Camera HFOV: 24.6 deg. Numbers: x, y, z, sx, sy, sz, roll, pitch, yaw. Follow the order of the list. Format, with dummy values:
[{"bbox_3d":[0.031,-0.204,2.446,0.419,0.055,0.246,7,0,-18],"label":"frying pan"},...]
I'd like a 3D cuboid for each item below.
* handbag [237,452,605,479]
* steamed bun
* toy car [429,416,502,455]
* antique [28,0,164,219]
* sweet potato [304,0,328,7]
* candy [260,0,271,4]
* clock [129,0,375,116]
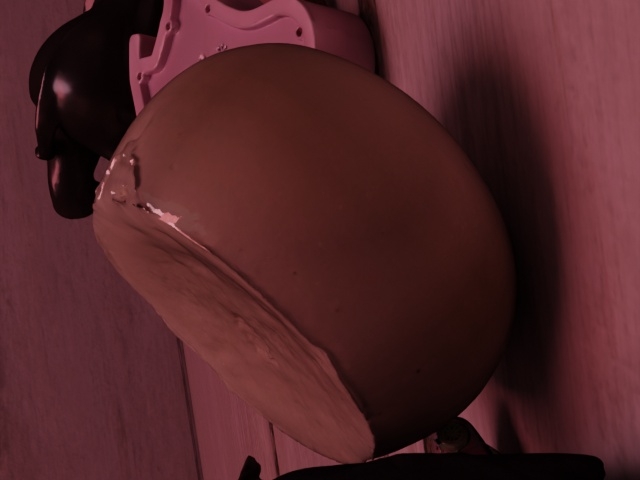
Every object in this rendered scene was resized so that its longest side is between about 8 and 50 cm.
[{"bbox_3d":[0.090,0.200,0.899,0.275,0.178,0.302,47,166,2],"label":"handbag"},{"bbox_3d":[0.000,0.000,1.062,0.324,0.206,0.324,36,161,15],"label":"steamed bun"},{"bbox_3d":[0.128,0.188,1.099,0.142,0.055,0.069,54,161,42],"label":"toy car"},{"bbox_3d":[-0.222,-0.197,1.810,0.185,0.322,0.255,22,141,39],"label":"antique"},{"bbox_3d":[-0.025,-0.099,1.489,0.114,0.092,0.341,-88,-1,-54],"label":"sweet potato"},{"bbox_3d":[-0.079,-0.205,1.645,0.255,0.094,0.255,171,90,-78],"label":"candy"},{"bbox_3d":[-0.079,-0.184,1.407,0.275,0.080,0.290,-36,61,41],"label":"clock"}]
